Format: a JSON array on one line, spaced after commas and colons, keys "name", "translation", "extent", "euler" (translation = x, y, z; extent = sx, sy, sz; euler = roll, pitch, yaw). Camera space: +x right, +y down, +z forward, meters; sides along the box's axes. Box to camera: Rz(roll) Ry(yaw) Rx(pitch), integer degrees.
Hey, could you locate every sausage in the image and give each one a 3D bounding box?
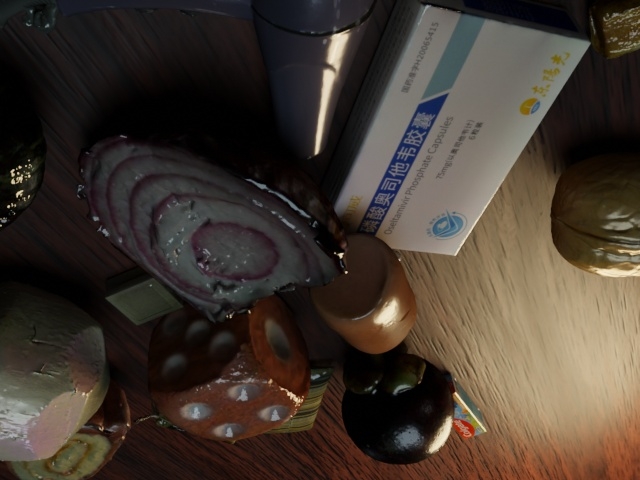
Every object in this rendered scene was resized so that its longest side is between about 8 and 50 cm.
[{"name": "sausage", "translation": [0.064, 0.080, 0.974], "extent": [0.121, 0.121, 0.304], "euler": [-17, 161, 6]}]

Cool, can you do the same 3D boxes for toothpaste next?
[{"name": "toothpaste", "translation": [0.252, 0.322, 1.392], "extent": [0.070, 0.044, 0.193], "euler": [-23, 137, 15]}]

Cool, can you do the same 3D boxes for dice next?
[{"name": "dice", "translation": [-0.129, 0.174, 1.046], "extent": [0.179, 0.175, 0.174], "euler": [-28, 137, 16]}]

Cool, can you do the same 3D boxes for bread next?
[{"name": "bread", "translation": [0.355, -0.248, 0.781], "extent": [0.132, 0.053, 0.074], "euler": [-23, 133, 13]}, {"name": "bread", "translation": [-0.422, 0.297, 1.156], "extent": [0.190, 0.123, 0.244], "euler": [17, 131, -26]}]

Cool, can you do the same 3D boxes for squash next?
[{"name": "squash", "translation": [-0.372, -0.087, 0.724], "extent": [0.193, 0.156, 0.193], "euler": [7, 131, 9]}]

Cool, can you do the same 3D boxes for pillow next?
[{"name": "pillow", "translation": [-0.048, 0.282, 1.285], "extent": [0.113, 0.038, 0.203], "euler": [1, 136, -13]}]

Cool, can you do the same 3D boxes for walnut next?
[{"name": "walnut", "translation": [0.399, -0.033, 0.952], "extent": [0.197, 0.165, 0.165], "euler": [6, 136, -8]}]

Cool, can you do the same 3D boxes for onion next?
[{"name": "onion", "translation": [-0.116, -0.048, 0.831], "extent": [0.314, 0.146, 0.280], "euler": [-15, 127, 46]}]

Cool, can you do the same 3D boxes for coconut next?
[{"name": "coconut", "translation": [-0.391, 0.180, 0.961], "extent": [0.230, 0.227, 0.227], "euler": [28, 126, -29]}]

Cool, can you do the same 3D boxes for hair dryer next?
[{"name": "hair dryer", "translation": [-0.132, -0.208, 0.706], "extent": [0.361, 0.121, 0.301], "euler": [4, 145, -3]}]

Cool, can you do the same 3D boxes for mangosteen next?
[{"name": "mangosteen", "translation": [0.117, 0.251, 1.193], "extent": [0.194, 0.194, 0.230], "euler": [-20, 112, 10]}]

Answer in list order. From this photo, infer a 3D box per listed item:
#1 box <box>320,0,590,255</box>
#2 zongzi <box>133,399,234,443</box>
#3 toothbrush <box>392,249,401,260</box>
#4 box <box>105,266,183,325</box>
[{"name": "box", "translation": [0.135, -0.124, 0.858], "extent": [0.200, 0.065, 0.343], "euler": [6, 135, -19]}, {"name": "zongzi", "translation": [-0.184, 0.246, 1.190], "extent": [0.189, 0.081, 0.178], "euler": [21, 121, -29]}, {"name": "toothbrush", "translation": [0.000, 0.000, 1.000], "extent": [0.257, 0.018, 0.024], "euler": [12, 136, -24]}, {"name": "box", "translation": [-0.242, 0.073, 1.014], "extent": [0.083, 0.035, 0.079], "euler": [-22, 137, 10]}]
